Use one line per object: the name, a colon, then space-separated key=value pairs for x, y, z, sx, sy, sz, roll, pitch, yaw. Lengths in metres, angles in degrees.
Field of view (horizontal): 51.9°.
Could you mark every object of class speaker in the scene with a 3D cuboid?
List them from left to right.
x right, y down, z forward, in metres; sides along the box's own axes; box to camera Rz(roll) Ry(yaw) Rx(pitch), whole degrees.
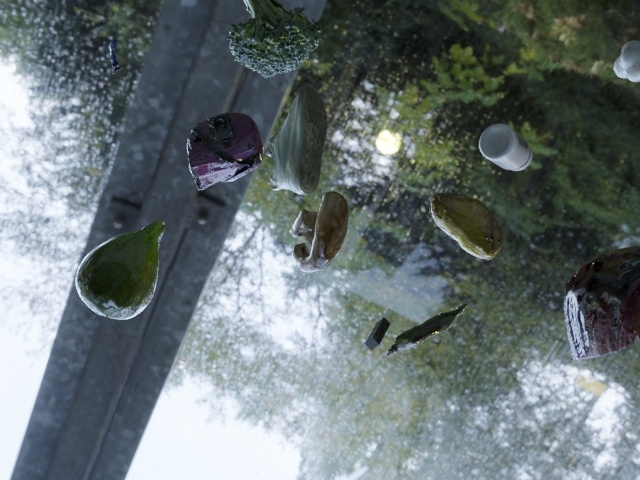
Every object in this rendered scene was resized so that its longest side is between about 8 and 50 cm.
speaker: x=0.214 y=0.345 z=2.445 sx=0.040 sy=0.046 sz=0.191 roll=47 pitch=-156 yaw=1

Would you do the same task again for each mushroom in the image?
mushroom: x=0.000 y=0.000 z=1.920 sx=0.156 sy=0.286 sz=0.151 roll=15 pitch=-137 yaw=-17

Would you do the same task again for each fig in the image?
fig: x=-0.487 y=0.056 z=1.667 sx=0.206 sy=0.275 sz=0.206 roll=33 pitch=-173 yaw=-5

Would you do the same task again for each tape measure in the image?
tape measure: x=-0.290 y=-0.281 z=2.002 sx=0.231 sy=0.149 sz=0.245 roll=-20 pitch=-135 yaw=-2

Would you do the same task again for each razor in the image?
razor: x=-0.676 y=-0.608 z=2.149 sx=0.028 sy=0.155 sz=0.044 roll=39 pitch=-115 yaw=7

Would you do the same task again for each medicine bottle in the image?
medicine bottle: x=0.523 y=-0.256 z=1.840 sx=0.102 sy=0.103 sz=0.186 roll=38 pitch=-165 yaw=32

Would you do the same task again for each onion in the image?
onion: x=0.643 y=0.094 z=1.399 sx=0.146 sy=0.280 sz=0.314 roll=44 pitch=-118 yaw=5

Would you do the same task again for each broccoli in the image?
broccoli: x=-0.176 y=-0.644 z=2.071 sx=0.302 sy=0.249 sz=0.375 roll=41 pitch=-142 yaw=9

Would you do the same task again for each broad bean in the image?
broad bean: x=0.371 y=0.308 z=2.278 sx=0.061 sy=0.338 sz=0.077 roll=65 pitch=170 yaw=1

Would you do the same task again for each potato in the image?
potato: x=0.517 y=-0.065 z=2.322 sx=0.300 sy=0.173 sz=0.140 roll=42 pitch=162 yaw=10

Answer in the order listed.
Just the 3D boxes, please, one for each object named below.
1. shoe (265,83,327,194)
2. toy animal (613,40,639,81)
shoe: x=-0.081 y=-0.272 z=1.829 sx=0.159 sy=0.317 sz=0.124 roll=-7 pitch=160 yaw=35
toy animal: x=0.557 y=-0.224 z=0.964 sx=0.362 sy=0.180 sz=0.181 roll=15 pitch=-116 yaw=-10
